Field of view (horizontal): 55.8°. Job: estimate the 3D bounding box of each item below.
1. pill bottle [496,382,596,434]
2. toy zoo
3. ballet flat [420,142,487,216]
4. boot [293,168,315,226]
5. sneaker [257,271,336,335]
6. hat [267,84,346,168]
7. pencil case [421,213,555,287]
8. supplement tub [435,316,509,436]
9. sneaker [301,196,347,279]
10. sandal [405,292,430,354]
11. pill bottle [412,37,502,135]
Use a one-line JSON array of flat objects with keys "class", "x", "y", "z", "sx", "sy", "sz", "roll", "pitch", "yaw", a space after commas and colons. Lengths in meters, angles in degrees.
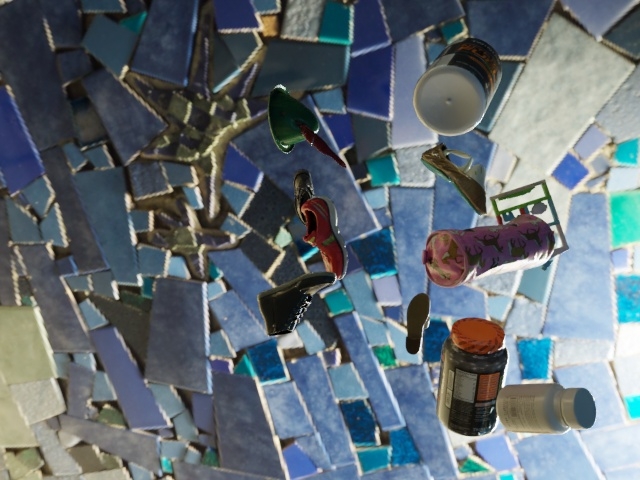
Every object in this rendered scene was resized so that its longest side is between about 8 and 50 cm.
[{"class": "pill bottle", "x": 0.594, "y": 0.443, "z": 1.597, "sx": 0.131, "sy": 0.229, "sz": 0.131, "roll": 11, "pitch": 71, "yaw": -34}, {"class": "toy zoo", "x": 0.707, "y": -0.038, "z": 2.035, "sx": 0.030, "sy": 0.192, "sz": 0.293, "roll": 4, "pitch": 69, "yaw": -80}, {"class": "ballet flat", "x": 0.463, "y": -0.219, "z": 1.982, "sx": 0.116, "sy": 0.124, "sz": 0.342, "roll": 38, "pitch": 12, "yaw": -44}, {"class": "boot", "x": -0.051, "y": -0.113, "z": 2.182, "sx": 0.229, "sy": 0.091, "sz": 0.263, "roll": -100, "pitch": 177, "yaw": -58}, {"class": "sneaker", "x": -0.049, "y": 0.162, "z": 1.533, "sx": 0.083, "sy": 0.222, "sz": 0.118, "roll": 30, "pitch": 40, "yaw": -61}, {"class": "hat", "x": -0.018, "y": -0.318, "z": 1.602, "sx": 0.173, "sy": 0.183, "sz": 0.209, "roll": -64, "pitch": 145, "yaw": -48}, {"class": "pencil case", "x": 0.455, "y": 0.023, "z": 1.633, "sx": 0.386, "sy": 0.167, "sz": 0.160, "roll": -10, "pitch": 64, "yaw": -35}, {"class": "supplement tub", "x": 0.480, "y": 0.428, "z": 1.914, "sx": 0.207, "sy": 0.207, "sz": 0.338, "roll": -58, "pitch": 152, "yaw": -63}, {"class": "sneaker", "x": 0.000, "y": 0.000, "z": 1.945, "sx": 0.118, "sy": 0.107, "sz": 0.279, "roll": -18, "pitch": 94, "yaw": -36}, {"class": "sandal", "x": 0.379, "y": 0.317, "z": 2.331, "sx": 0.079, "sy": 0.088, "sz": 0.240, "roll": 6, "pitch": 93, "yaw": -63}, {"class": "pill bottle", "x": 0.265, "y": -0.300, "z": 1.132, "sx": 0.130, "sy": 0.130, "sz": 0.246, "roll": 59, "pitch": 36, "yaw": -18}]
